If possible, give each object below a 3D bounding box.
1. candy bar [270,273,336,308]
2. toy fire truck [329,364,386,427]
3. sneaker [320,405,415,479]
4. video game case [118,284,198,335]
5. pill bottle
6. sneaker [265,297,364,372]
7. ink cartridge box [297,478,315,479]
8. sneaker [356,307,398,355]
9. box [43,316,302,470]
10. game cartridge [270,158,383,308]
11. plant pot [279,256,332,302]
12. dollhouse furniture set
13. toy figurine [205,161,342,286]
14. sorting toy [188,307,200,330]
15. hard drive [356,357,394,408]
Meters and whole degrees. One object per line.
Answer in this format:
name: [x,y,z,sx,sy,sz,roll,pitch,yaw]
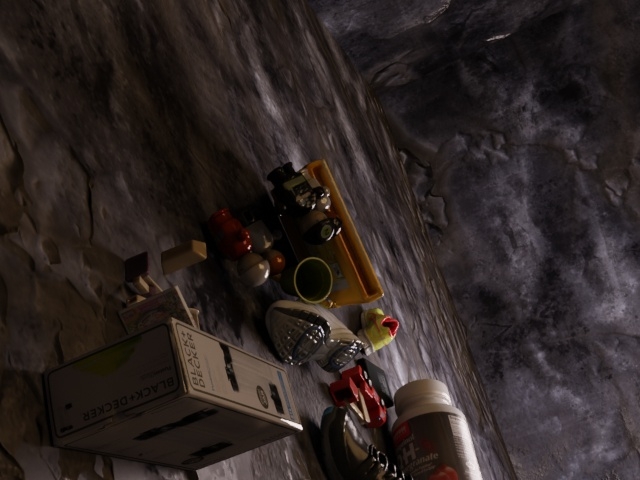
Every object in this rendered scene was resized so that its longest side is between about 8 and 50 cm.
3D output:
candy bar: [-0.042,0.090,1.738,0.162,0.018,0.040,27,7,11]
toy fire truck: [0.082,0.335,1.900,0.192,0.047,0.135,60,16,-26]
sneaker: [0.112,0.442,1.660,0.340,0.140,0.125,63,17,-8]
video game case: [-0.195,0.129,1.166,0.122,0.087,0.011,65,12,-4]
pill bottle: [0.255,0.475,2.033,0.176,0.176,0.318,52,20,-44]
sneaker: [-0.032,0.164,1.712,0.129,0.111,0.297,50,5,30]
ink cartridge box: [-0.036,0.382,1.217,0.203,0.148,0.085,38,33,-62]
sneaker: [0.150,0.214,2.230,0.081,0.094,0.208,61,14,-13]
box: [-0.158,0.187,1.053,0.290,0.169,0.087,37,33,-60]
game cartridge: [0.000,0.000,1.836,0.285,0.053,0.324,66,-18,0]
plant pot: [-0.033,0.074,1.674,0.083,0.079,0.083,3,84,-32]
dollhouse furniture set: [-0.194,0.062,1.231,0.091,0.114,0.081,-102,166,-45]
toy figurine: [-0.069,-0.022,1.599,0.148,0.213,0.209,56,9,7]
sorting toy: [-0.199,0.130,1.252,0.075,0.045,0.083,34,35,-51]
hard drive: [0.128,0.331,2.115,0.135,0.022,0.094,41,29,-59]
